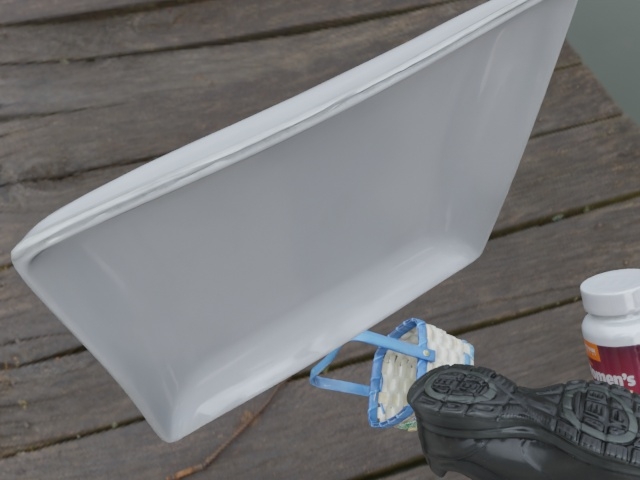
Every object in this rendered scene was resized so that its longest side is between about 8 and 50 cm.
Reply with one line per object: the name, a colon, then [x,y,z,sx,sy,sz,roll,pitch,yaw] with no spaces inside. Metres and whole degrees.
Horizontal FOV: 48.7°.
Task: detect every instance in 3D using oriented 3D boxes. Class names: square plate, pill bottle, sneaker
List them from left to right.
square plate: [0.000,0.000,0.512,0.344,0.347,0.049,-29,64,-15]
sneaker: [0.231,0.212,0.724,0.287,0.130,0.109,7,27,33]
pill bottle: [0.453,0.161,1.031,0.121,0.121,0.221,-20,101,-17]

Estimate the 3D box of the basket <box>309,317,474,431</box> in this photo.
basket: [0.146,0.263,1.407,0.289,0.254,0.201,17,57,-9]
